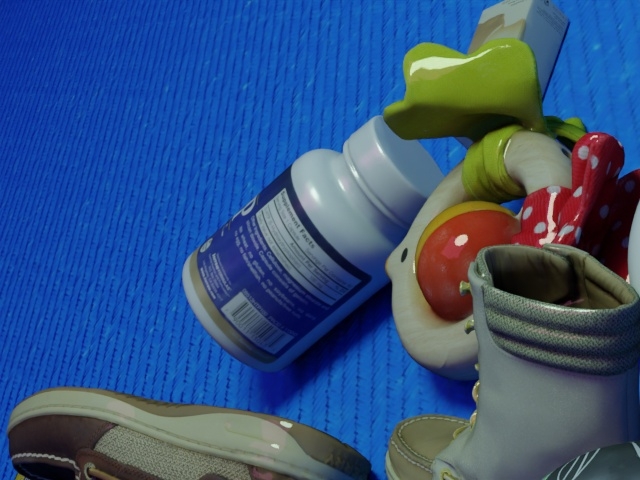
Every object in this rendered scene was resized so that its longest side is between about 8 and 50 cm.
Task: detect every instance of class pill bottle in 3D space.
[{"bbox_3d":[0.000,0.000,1.127,0.186,0.112,0.112,-40,28,22],"label":"pill bottle"}]

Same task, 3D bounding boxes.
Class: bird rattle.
[{"bbox_3d":[0.126,-0.001,0.968,0.207,0.143,0.253,-55,37,21],"label":"bird rattle"}]

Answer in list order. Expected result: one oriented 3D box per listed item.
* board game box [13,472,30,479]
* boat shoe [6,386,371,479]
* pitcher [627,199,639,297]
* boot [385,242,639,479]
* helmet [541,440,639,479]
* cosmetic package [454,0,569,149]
[{"bbox_3d":[-0.219,0.245,1.245,0.141,0.048,0.170,-22,38,49],"label":"board game box"},{"bbox_3d":[-0.115,0.180,1.073,0.342,0.123,0.123,1,66,43],"label":"boat shoe"},{"bbox_3d":[0.252,-0.027,0.760,0.177,0.125,0.207,-3,41,39],"label":"pitcher"},{"bbox_3d":[0.097,0.079,0.803,0.077,0.165,0.213,-19,19,-26],"label":"boot"},{"bbox_3d":[0.141,0.160,0.631,0.169,0.161,0.169,-35,33,28],"label":"helmet"},{"bbox_3d":[0.136,-0.124,1.144,0.060,0.041,0.115,-19,41,48],"label":"cosmetic package"}]
